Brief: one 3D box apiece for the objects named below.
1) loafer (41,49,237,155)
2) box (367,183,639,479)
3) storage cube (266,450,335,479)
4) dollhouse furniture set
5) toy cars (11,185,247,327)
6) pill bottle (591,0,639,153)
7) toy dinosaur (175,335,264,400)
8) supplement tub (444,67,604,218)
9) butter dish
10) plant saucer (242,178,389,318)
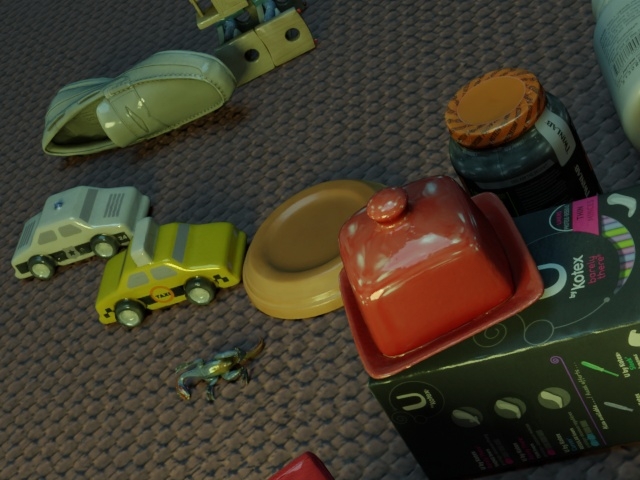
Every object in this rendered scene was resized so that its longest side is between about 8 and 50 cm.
[{"bbox_3d":[-0.248,-0.174,1.784,0.319,0.112,0.111,-12,45,38],"label":"loafer"},{"bbox_3d":[0.192,0.078,1.119,0.270,0.143,0.165,-16,38,21],"label":"box"},{"bbox_3d":[-0.003,0.307,0.938,0.184,0.215,0.193,-36,42,-6],"label":"storage cube"},{"bbox_3d":[-0.106,-0.335,1.794,0.129,0.183,0.129,-26,36,9],"label":"dollhouse furniture set"},{"bbox_3d":[-0.249,-0.002,1.588,0.176,0.087,0.394,-47,38,-20],"label":"toy cars"},{"bbox_3d":[0.346,-0.190,1.333,0.131,0.131,0.229,-22,37,14],"label":"pill bottle"},{"bbox_3d":[-0.110,0.139,1.379,0.082,0.047,0.090,-14,5,38],"label":"toy dinosaur"},{"bbox_3d":[0.194,-0.061,1.241,0.117,0.190,0.117,-20,38,16],"label":"supplement tub"},{"bbox_3d":[0.075,0.006,1.067,0.160,0.118,0.160,-28,36,9],"label":"butter dish"},{"bbox_3d":[0.000,0.000,1.445,0.200,0.037,0.200,-21,37,16],"label":"plant saucer"}]
